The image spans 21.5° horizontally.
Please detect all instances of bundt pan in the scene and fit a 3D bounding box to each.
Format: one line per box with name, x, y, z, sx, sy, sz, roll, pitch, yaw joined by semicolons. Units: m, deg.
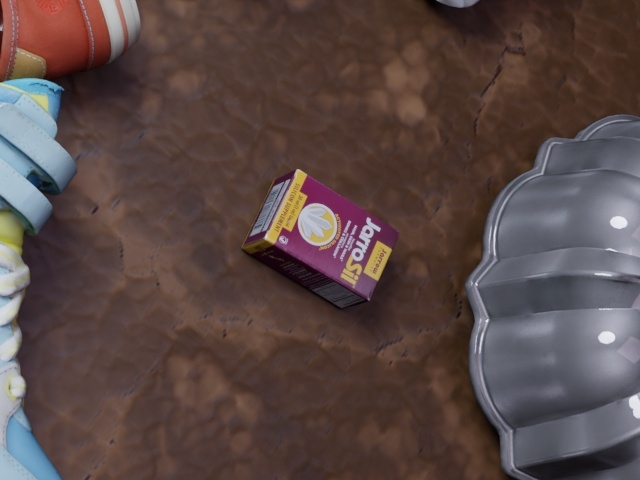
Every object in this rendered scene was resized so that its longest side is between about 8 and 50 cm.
bundt pan;0.268;0.061;1.145;0.330;0.124;0.331;6;77;-28

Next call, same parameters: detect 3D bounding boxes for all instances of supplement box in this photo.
supplement box;0.000;0.000;1.091;0.083;0.043;0.055;30;69;-18

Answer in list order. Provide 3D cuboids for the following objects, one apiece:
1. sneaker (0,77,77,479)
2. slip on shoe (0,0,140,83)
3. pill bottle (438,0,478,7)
sneaker;-0.187;0.027;0.952;0.208;0.127;0.319;-40;99;-18
slip on shoe;-0.226;-0.240;0.992;0.101;0.123;0.331;-32;100;-21
pill bottle;0.132;-0.248;1.156;0.103;0.103;0.184;46;67;-11
